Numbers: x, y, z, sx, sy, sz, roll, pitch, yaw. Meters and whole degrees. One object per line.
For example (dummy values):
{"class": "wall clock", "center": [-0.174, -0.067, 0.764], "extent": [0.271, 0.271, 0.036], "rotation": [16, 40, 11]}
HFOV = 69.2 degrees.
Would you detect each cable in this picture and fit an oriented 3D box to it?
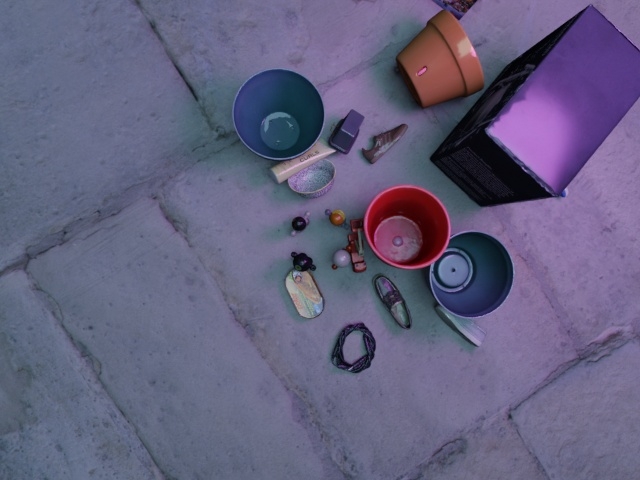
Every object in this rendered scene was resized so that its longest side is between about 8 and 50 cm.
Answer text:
{"class": "cable", "center": [0.129, 0.386, 1.668], "extent": [0.150, 0.047, 0.185], "rotation": [22, 89, -7]}

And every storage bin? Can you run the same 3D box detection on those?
{"class": "storage bin", "center": [0.090, -0.384, 1.594], "extent": [0.098, 0.091, 0.135], "rotation": [30, 61, -6]}

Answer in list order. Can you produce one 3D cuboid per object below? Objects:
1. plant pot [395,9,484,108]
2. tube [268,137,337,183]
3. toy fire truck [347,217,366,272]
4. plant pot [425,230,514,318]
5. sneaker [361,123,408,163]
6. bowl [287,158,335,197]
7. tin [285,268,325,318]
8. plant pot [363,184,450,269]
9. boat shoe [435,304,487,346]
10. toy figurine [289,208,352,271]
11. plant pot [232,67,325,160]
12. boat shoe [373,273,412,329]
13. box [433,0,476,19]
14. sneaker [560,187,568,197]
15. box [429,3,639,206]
{"class": "plant pot", "center": [0.388, -0.587, 1.568], "extent": [0.203, 0.291, 0.291], "rotation": [-28, 95, 12]}
{"class": "tube", "center": [-0.065, -0.278, 1.593], "extent": [0.240, 0.062, 0.070], "rotation": [-33, 97, -18]}
{"class": "toy fire truck", "center": [0.131, 0.022, 1.612], "extent": [0.047, 0.135, 0.192], "rotation": [-9, 92, -6]}
{"class": "plant pot", "center": [0.492, 0.111, 1.624], "extent": [0.292, 0.196, 0.293], "rotation": [0, 91, -6]}
{"class": "sneaker", "center": [0.229, -0.360, 1.647], "extent": [0.071, 0.066, 0.188], "rotation": [45, 86, -5]}
{"class": "bowl", "center": [-0.021, -0.199, 1.603], "extent": [0.170, 0.170, 0.080], "rotation": [-27, 138, -5]}
{"class": "tin", "center": [-0.056, 0.186, 1.648], "extent": [0.106, 0.040, 0.190], "rotation": [-25, 94, -9]}
{"class": "plant pot", "center": [0.273, -0.021, 1.554], "extent": [0.274, 0.243, 0.275], "rotation": [0, 79, 2]}
{"class": "boat shoe", "center": [0.518, 0.294, 1.699], "extent": [0.227, 0.079, 0.081], "rotation": [41, 78, -11]}
{"class": "toy figurine", "center": [0.000, 0.000, 1.577], "extent": [0.212, 0.148, 0.210], "rotation": [-4, 92, 5]}
{"class": "plant pot", "center": [-0.135, -0.389, 1.536], "extent": [0.290, 0.195, 0.291], "rotation": [0, 86, -4]}
{"class": "boat shoe", "center": [0.268, 0.221, 1.664], "extent": [0.080, 0.073, 0.224], "rotation": [-31, 95, -5]}
{"class": "box", "center": [0.432, -0.883, 1.608], "extent": [0.233, 0.159, 0.044], "rotation": [33, 88, -6]}
{"class": "sneaker", "center": [0.844, -0.207, 1.721], "extent": [0.084, 0.058, 0.152], "rotation": [-36, 91, -10]}
{"class": "box", "center": [0.672, -0.384, 1.492], "extent": [0.297, 0.472, 0.480], "rotation": [40, 87, -6]}
